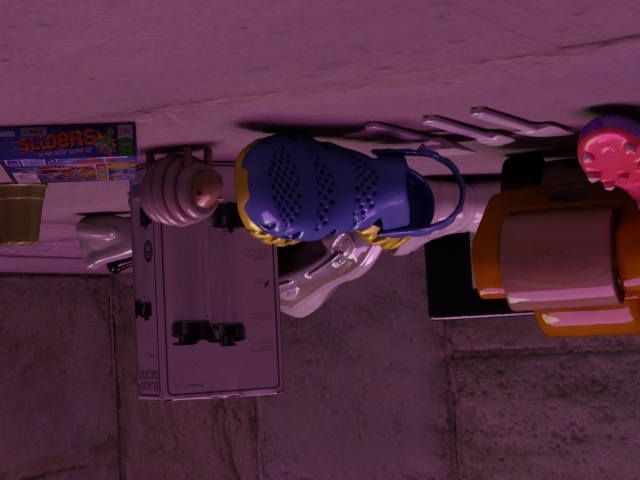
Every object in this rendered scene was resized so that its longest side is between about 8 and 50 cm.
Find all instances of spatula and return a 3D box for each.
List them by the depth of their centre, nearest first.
[{"bbox_3d":[0.157,-0.114,1.524,0.168,0.019,0.242,-4,177,29],"label":"spatula"}]

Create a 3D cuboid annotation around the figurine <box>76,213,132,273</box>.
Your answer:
[{"bbox_3d":[-0.287,-0.011,2.404,0.210,0.092,0.215,-11,175,7],"label":"figurine"}]

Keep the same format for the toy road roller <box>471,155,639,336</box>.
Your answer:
[{"bbox_3d":[0.328,0.036,1.755,0.203,0.240,0.329,-5,-157,21],"label":"toy road roller"}]

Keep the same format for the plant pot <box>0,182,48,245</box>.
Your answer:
[{"bbox_3d":[-0.400,-0.033,1.861,0.083,0.079,0.083,-3,177,0],"label":"plant pot"}]

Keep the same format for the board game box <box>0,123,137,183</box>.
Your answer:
[{"bbox_3d":[-0.258,-0.088,1.456,0.136,0.035,0.201,-3,176,-9],"label":"board game box"}]

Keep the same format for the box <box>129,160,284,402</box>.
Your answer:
[{"bbox_3d":[-0.142,0.051,1.737,0.169,0.289,0.087,-2,176,-30],"label":"box"}]

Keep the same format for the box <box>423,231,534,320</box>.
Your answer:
[{"bbox_3d":[0.363,0.027,2.427,0.294,0.211,0.395,-5,175,17],"label":"box"}]

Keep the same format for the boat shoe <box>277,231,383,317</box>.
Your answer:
[{"bbox_3d":[-0.001,-0.002,1.879,0.103,0.118,0.320,15,145,-25],"label":"boat shoe"}]

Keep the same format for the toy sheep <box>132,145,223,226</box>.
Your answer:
[{"bbox_3d":[-0.161,-0.059,1.586,0.132,0.091,0.091,-6,175,42],"label":"toy sheep"}]

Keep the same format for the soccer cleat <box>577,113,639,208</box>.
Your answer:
[{"bbox_3d":[0.342,-0.100,1.527,0.083,0.095,0.248,-11,159,32],"label":"soccer cleat"}]

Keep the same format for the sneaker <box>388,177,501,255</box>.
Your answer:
[{"bbox_3d":[0.202,-0.033,2.161,0.169,0.108,0.292,1,175,-11],"label":"sneaker"}]

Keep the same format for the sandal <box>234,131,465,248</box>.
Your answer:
[{"bbox_3d":[0.040,-0.058,1.506,0.138,0.126,0.317,-10,174,42],"label":"sandal"}]

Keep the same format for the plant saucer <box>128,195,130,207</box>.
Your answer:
[{"bbox_3d":[-0.081,-0.028,2.077,0.401,0.100,0.400,-3,176,0],"label":"plant saucer"}]
